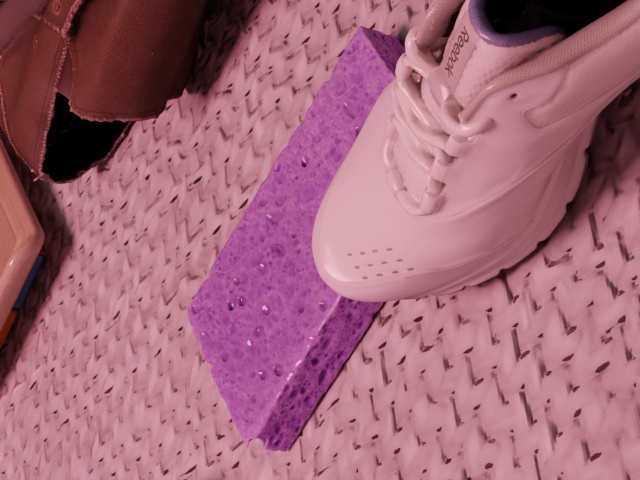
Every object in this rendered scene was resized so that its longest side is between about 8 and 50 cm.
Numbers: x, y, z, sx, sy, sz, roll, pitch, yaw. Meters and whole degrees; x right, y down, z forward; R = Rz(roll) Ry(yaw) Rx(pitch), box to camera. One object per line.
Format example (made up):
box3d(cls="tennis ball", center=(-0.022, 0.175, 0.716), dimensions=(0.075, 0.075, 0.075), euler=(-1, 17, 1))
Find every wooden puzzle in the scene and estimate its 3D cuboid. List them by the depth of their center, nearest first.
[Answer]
box3d(cls="wooden puzzle", center=(-0.281, 0.034, 1.257), dimensions=(0.221, 0.044, 0.238), euler=(-61, 32, 21))

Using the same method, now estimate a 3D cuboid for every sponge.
box3d(cls="sponge", center=(0.000, 0.000, 0.863), dimensions=(0.210, 0.031, 0.117), euler=(-58, 38, 24))

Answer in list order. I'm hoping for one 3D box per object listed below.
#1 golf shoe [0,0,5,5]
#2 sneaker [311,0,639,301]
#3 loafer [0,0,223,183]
box3d(cls="golf shoe", center=(-0.270, -0.206, 1.309), dimensions=(0.198, 0.077, 0.094), euler=(-25, 68, 57))
box3d(cls="sneaker", center=(0.075, -0.072, 0.674), dimensions=(0.297, 0.129, 0.111), euler=(-49, 66, 37))
box3d(cls="loafer", center=(-0.112, -0.145, 1.021), dimensions=(0.366, 0.134, 0.130), euler=(-39, 71, 55))
